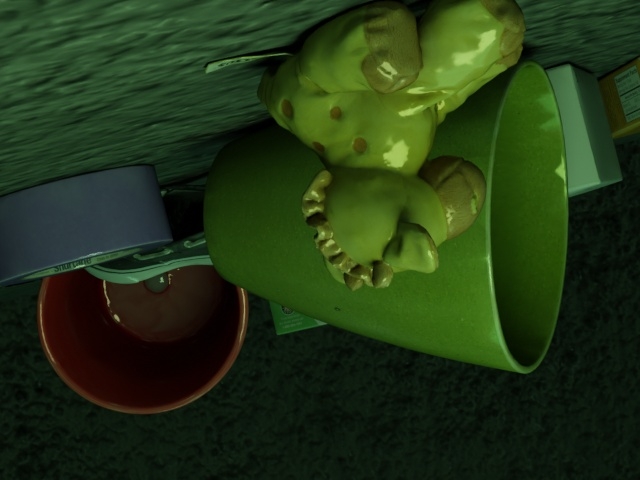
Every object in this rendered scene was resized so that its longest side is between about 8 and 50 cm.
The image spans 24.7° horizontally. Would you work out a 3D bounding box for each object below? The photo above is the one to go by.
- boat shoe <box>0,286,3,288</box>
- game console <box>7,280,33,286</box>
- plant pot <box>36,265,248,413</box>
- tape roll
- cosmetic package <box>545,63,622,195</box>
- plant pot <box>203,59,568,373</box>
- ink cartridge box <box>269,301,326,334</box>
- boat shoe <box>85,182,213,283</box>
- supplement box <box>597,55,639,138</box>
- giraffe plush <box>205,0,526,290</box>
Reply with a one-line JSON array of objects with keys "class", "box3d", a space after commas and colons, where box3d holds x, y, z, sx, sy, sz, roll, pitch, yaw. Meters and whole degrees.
[{"class": "boat shoe", "box3d": [-0.495, 0.079, 1.939, 0.306, 0.105, 0.113, -15, 178, 6]}, {"class": "game console", "box3d": [-0.416, 0.014, 2.075, 0.124, 0.085, 0.144, -50, 164, 23]}, {"class": "plant pot", "box3d": [-0.227, 0.074, 1.970, 0.274, 0.275, 0.243, -15, -172, 2]}, {"class": "tape roll", "box3d": [-0.248, -0.014, 1.470, 0.189, 0.080, 0.189, -14, 178, -1]}, {"class": "cosmetic package", "box3d": [0.207, -0.099, 1.647, 0.224, 0.138, 0.224, -17, 178, 18]}, {"class": "plant pot", "box3d": [0.053, -0.022, 1.341, 0.293, 0.275, 0.275, 1, -175, 23]}, {"class": "ink cartridge box", "box3d": [0.000, 0.000, 1.854, 0.154, 0.213, 0.093, -15, 175, 41]}, {"class": "boat shoe", "box3d": [-0.188, -0.017, 1.719, 0.301, 0.108, 0.102, -1, 154, 34]}, {"class": "supplement box", "box3d": [0.391, -0.175, 1.764, 0.078, 0.080, 0.233, -15, 180, -8]}, {"class": "giraffe plush", "box3d": [0.046, -0.058, 0.968, 0.210, 0.171, 0.181, -15, 179, 4]}]
